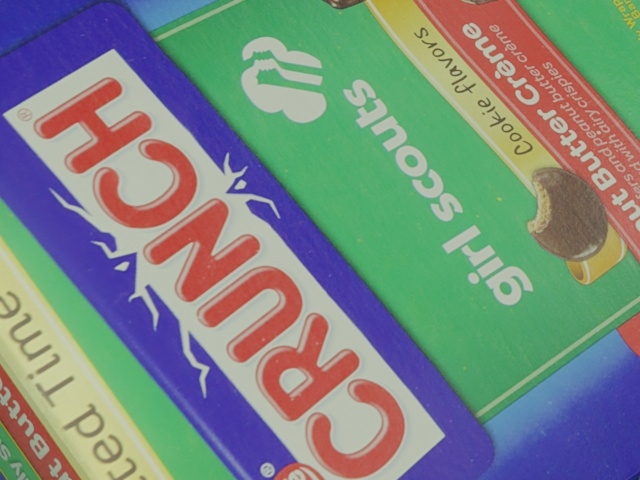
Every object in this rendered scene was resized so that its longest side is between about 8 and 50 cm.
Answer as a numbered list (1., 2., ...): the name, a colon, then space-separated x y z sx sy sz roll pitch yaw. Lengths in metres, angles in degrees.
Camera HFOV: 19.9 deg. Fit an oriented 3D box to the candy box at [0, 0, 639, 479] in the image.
1. candy box: 0.000 0.000 0.662 0.317 0.122 0.268 -31 81 -33
